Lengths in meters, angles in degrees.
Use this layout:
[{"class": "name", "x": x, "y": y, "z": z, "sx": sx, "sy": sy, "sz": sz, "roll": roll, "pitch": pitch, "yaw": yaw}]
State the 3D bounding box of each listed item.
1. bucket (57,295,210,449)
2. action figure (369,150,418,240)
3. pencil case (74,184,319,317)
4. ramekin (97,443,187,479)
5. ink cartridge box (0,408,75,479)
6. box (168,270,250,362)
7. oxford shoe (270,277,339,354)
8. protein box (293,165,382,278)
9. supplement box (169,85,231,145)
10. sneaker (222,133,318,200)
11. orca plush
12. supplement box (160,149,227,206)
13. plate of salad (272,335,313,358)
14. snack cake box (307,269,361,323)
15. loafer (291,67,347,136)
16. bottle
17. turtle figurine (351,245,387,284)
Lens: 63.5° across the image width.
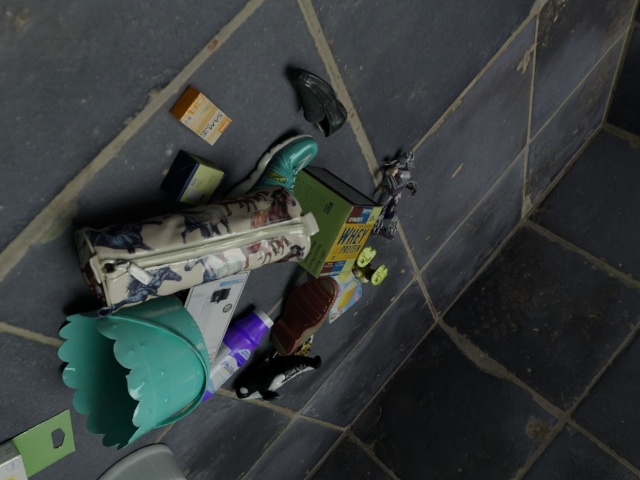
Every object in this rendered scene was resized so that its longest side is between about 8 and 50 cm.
[{"class": "bucket", "x": -0.363, "y": 0.246, "z": 1.021, "sx": 0.183, "sy": 0.281, "sz": 0.281, "roll": -21, "pitch": 138, "yaw": -47}, {"class": "action figure", "x": 0.224, "y": -0.144, "z": 1.583, "sx": 0.186, "sy": 0.099, "sz": 0.284, "roll": -2, "pitch": 121, "yaw": -48}, {"class": "pencil case", "x": -0.217, "y": 0.009, "z": 0.946, "sx": 0.411, "sy": 0.184, "sz": 0.159, "roll": -15, "pitch": 109, "yaw": -26}, {"class": "ramekin", "x": -0.511, "y": 0.731, "z": 1.467, "sx": 0.277, "sy": 0.135, "sz": 0.277, "roll": -36, "pitch": 147, "yaw": -28}, {"class": "ink cartridge box", "x": -0.637, "y": 0.484, "z": 1.101, "sx": 0.235, "sy": 0.056, "sz": 0.171, "roll": -21, "pitch": 138, "yaw": -39}, {"class": "box", "x": -0.293, "y": 0.171, "z": 1.205, "sx": 0.169, "sy": 0.087, "sz": 0.289, "roll": -5, "pitch": 127, "yaw": -52}, {"class": "oxford shoe", "x": -0.033, "y": 0.210, "z": 1.566, "sx": 0.130, "sy": 0.123, "sz": 0.348, "roll": -22, "pitch": 158, "yaw": -48}, {"class": "protein box", "x": 0.002, "y": -0.048, "z": 1.262, "sx": 0.136, "sy": 0.201, "sz": 0.199, "roll": -3, "pitch": 125, "yaw": -53}, {"class": "supplement box", "x": -0.214, "y": -0.223, "z": 0.932, "sx": 0.062, "sy": 0.036, "sz": 0.098, "roll": -52, "pitch": 151, "yaw": 2}, {"class": "sneaker", "x": -0.095, "y": -0.117, "z": 1.145, "sx": 0.275, "sy": 0.110, "sz": 0.107, "roll": -49, "pitch": 151, "yaw": -6}, {"class": "orca plush", "x": -0.144, "y": 0.405, "z": 1.603, "sx": 0.288, "sy": 0.151, "sz": 0.102, "roll": -14, "pitch": 127, "yaw": 15}, {"class": "supplement box", "x": -0.242, "y": -0.116, "z": 0.991, "sx": 0.083, "sy": 0.056, "sz": 0.083, "roll": -58, "pitch": 150, "yaw": 11}, {"class": "plate of salad", "x": -0.091, "y": 0.385, "z": 1.767, "sx": 0.200, "sy": 0.048, "sz": 0.199, "roll": -35, "pitch": 146, "yaw": -28}, {"class": "snack cake box", "x": 0.047, "y": 0.129, "z": 1.638, "sx": 0.152, "sy": 0.089, "sz": 0.264, "roll": -39, "pitch": 148, "yaw": -24}, {"class": "loafer", "x": -0.005, "y": -0.290, "z": 1.113, "sx": 0.078, "sy": 0.076, "sz": 0.223, "roll": -60, "pitch": 154, "yaw": -1}, {"class": "bottle", "x": -0.250, "y": 0.302, "z": 1.404, "sx": 0.283, "sy": 0.092, "sz": 0.118, "roll": -44, "pitch": 149, "yaw": -15}, {"class": "turtle figurine", "x": 0.079, "y": 0.031, "z": 1.396, "sx": 0.087, "sy": 0.217, "sz": 0.269, "roll": -29, "pitch": 114, "yaw": -15}]
